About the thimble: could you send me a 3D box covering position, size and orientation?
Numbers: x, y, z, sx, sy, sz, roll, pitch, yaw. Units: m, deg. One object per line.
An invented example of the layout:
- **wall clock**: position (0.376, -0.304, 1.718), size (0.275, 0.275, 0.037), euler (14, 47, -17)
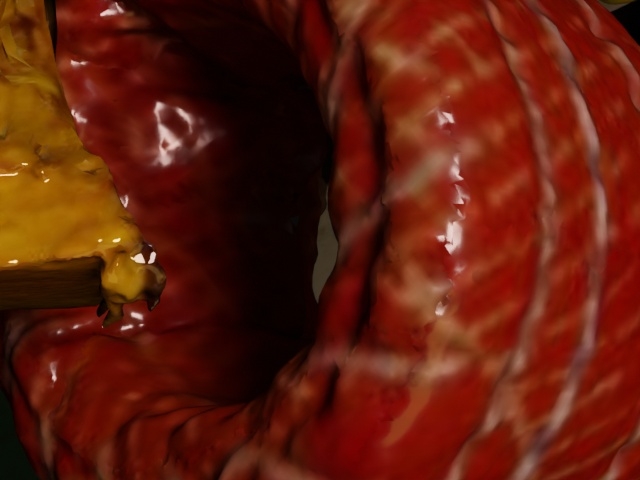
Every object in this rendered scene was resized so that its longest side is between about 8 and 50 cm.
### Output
- **thimble**: position (0.000, 0.000, 0.645), size (0.230, 0.350, 0.350), euler (10, 125, -43)

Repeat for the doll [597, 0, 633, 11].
- **doll**: position (0.297, -0.169, 0.807), size (0.376, 0.187, 0.365), euler (-54, 151, -5)

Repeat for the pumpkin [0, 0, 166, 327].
- **pumpkin**: position (-0.180, -0.100, 0.469), size (0.225, 0.256, 0.303), euler (-4, 112, -21)
